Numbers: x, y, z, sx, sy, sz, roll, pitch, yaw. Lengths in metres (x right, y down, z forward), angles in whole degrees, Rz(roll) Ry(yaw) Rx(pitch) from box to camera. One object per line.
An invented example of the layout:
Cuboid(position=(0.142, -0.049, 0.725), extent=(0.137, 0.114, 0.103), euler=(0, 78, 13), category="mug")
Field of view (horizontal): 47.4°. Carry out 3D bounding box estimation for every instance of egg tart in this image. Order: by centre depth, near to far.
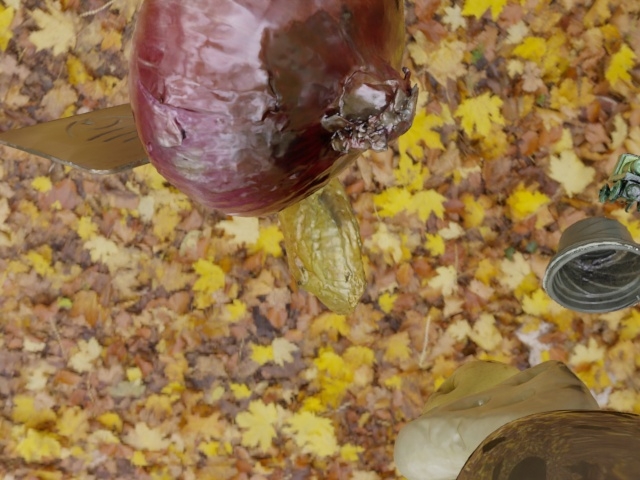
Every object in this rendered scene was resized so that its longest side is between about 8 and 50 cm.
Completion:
Cuboid(position=(0.000, 0.000, 1.605), extent=(0.153, 0.339, 0.351), euler=(-12, 124, -8), category="egg tart")

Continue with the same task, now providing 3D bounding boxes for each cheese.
Cuboid(position=(0.287, 0.312, 1.169), extent=(0.351, 0.328, 0.129), euler=(-23, 86, 0), category="cheese")

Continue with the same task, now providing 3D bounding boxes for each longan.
Cuboid(position=(0.325, 0.356, 0.820), extent=(0.361, 0.361, 0.360), euler=(-3, 122, -5), category="longan")

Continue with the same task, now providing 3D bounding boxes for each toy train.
Cuboid(position=(0.676, -0.131, 1.594), extent=(0.083, 0.200, 0.132), euler=(21, 95, 7), category="toy train")

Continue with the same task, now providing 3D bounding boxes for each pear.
Cuboid(position=(0.399, 0.437, 1.725), extent=(0.310, 0.309, 0.309), euler=(-3, 122, -5), category="pear")

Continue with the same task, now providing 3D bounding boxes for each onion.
Cuboid(position=(-0.017, -0.168, 0.737), extent=(0.286, 0.348, 0.347), euler=(32, 123, 26), category="onion")

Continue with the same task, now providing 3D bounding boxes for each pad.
Cuboid(position=(-0.303, -0.164, 1.115), extent=(0.284, 0.287, 0.018), euler=(18, 119, 34), category="pad")

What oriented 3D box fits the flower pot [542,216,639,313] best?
Cuboid(position=(0.594, 0.039, 1.566), extent=(0.236, 0.140, 0.235), euler=(6, 140, 5), category="flower pot")
